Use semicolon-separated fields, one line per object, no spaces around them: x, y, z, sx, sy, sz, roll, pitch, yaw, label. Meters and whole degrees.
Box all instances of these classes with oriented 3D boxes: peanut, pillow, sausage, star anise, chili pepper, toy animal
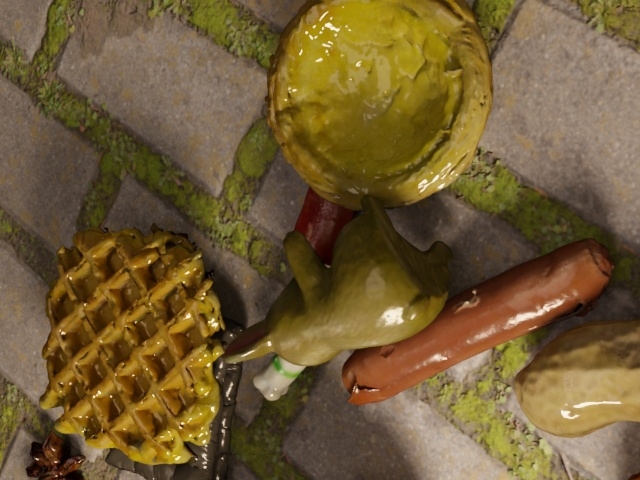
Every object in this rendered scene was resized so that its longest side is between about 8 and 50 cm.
0.380;0.160;1.110;0.313;0.149;0.149;-16;85;31;peanut
-0.234;0.262;1.509;0.228;0.101;0.326;17;100;31;pillow
0.200;0.116;1.237;0.419;0.094;0.094;-30;68;29;sausage
-0.487;0.432;1.698;0.168;0.057;0.167;-2;84;25;star anise
0.000;0.000;1.355;0.084;0.086;0.192;14;92;-5;chili pepper
0.005;0.086;1.265;0.363;0.181;0.180;-25;51;36;toy animal

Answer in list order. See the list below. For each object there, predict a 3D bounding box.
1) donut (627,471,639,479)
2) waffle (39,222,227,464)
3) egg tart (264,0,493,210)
0.460;0.376;1.084;0.254;0.118;0.253;1;92;33;donut
-0.305;0.159;1.450;0.382;0.095;0.379;5;92;32;waffle
0.087;-0.206;1.262;0.345;0.132;0.345;2;95;30;egg tart
